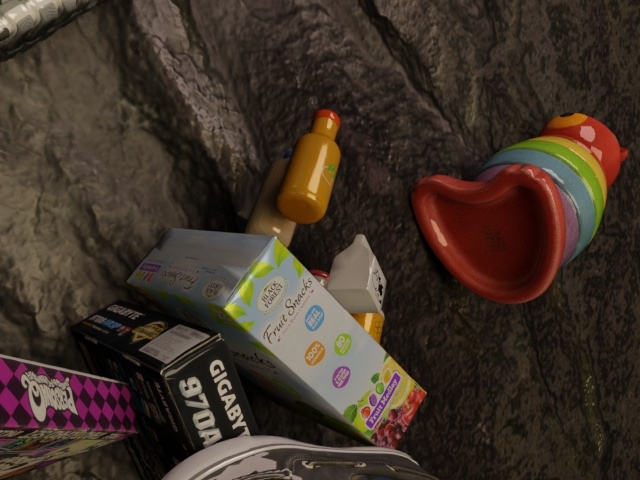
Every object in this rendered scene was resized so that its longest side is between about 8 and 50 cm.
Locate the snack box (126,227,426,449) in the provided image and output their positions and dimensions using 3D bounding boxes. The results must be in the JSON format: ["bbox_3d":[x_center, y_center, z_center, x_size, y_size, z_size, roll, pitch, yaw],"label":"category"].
[{"bbox_3d":[-0.039,0.081,0.538,0.207,0.174,0.070,48,65,-28],"label":"snack box"}]

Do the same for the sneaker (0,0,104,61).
[{"bbox_3d":[-0.215,-0.217,0.449,0.229,0.086,0.132,-49,115,-35],"label":"sneaker"}]

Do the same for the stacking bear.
[{"bbox_3d":[0.274,-0.063,0.780,0.289,0.175,0.164,-36,112,-37],"label":"stacking bear"}]

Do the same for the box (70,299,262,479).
[{"bbox_3d":[-0.102,0.163,0.497,0.051,0.175,0.220,-29,110,-33],"label":"box"}]

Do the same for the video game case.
[{"bbox_3d":[-0.234,0.113,0.326,0.210,0.232,0.042,-18,72,-1],"label":"video game case"}]

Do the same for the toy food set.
[{"bbox_3d":[0.000,0.000,0.593,0.232,0.111,0.105,61,35,-44],"label":"toy food set"}]

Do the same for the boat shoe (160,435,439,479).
[{"bbox_3d":[0.002,0.179,0.419,0.228,0.076,0.080,16,82,-37],"label":"boat shoe"}]
